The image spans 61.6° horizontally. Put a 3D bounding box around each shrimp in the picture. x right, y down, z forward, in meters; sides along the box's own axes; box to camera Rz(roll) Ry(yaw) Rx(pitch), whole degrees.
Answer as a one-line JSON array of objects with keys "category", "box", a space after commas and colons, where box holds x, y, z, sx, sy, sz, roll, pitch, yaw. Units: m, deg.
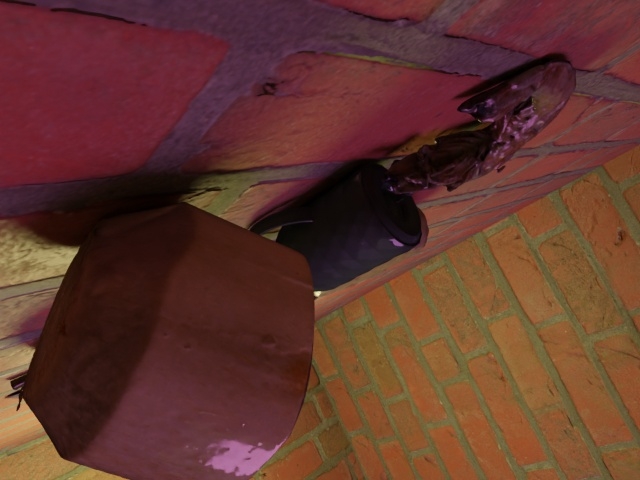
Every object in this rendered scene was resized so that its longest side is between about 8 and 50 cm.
[{"category": "shrimp", "box": [0.240, -0.161, 0.796, 0.361, 0.085, 0.247, -25, 161, -20]}]

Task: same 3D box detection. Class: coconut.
[{"category": "coconut", "box": [-0.142, 0.118, 0.598, 0.323, 0.322, 0.323, -25, 169, -5]}]

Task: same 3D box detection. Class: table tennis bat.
[{"category": "table tennis bat", "box": [-0.531, 0.251, 1.136, 0.235, 0.022, 0.131, -25, 170, -17]}]

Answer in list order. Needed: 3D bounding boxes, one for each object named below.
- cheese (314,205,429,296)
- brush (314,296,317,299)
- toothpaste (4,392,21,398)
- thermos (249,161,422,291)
[{"category": "cheese", "box": [0.104, 0.021, 1.236, 0.318, 0.115, 0.326, -28, 171, 15]}, {"category": "brush", "box": [0.014, 0.125, 1.565, 0.321, 0.050, 0.060, -33, 171, -20]}, {"category": "toothpaste", "box": [-0.695, 0.401, 1.394, 0.075, 0.048, 0.301, 2, 161, 2]}, {"category": "thermos", "box": [0.000, 0.000, 0.850, 0.287, 0.144, 0.182, -31, 136, 31]}]
